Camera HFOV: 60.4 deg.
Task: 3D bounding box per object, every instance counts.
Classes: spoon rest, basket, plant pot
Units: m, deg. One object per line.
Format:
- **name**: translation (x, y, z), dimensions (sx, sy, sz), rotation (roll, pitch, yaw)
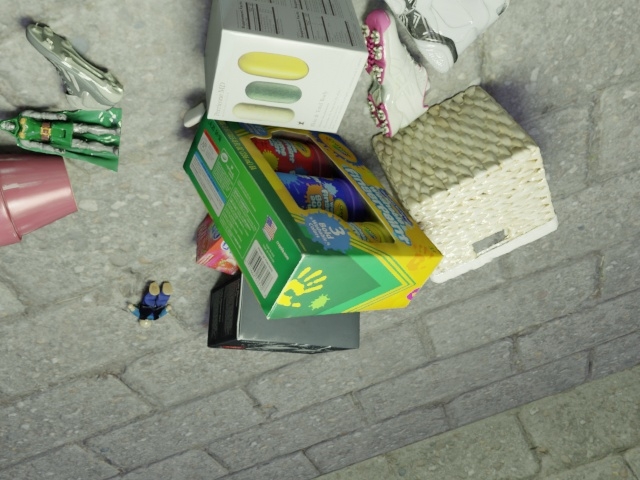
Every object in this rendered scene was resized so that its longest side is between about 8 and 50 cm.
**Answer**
- **spoon rest**: translation (-0.217, -0.224, 1.265), dimensions (0.137, 0.084, 0.276), rotation (-25, 148, 10)
- **basket**: translation (0.334, -0.137, 1.323), dimensions (0.328, 0.331, 0.266), rotation (-26, 132, 8)
- **plant pot**: translation (-0.631, -0.104, 1.179), dimensions (0.180, 0.201, 0.201), rotation (-17, 138, -23)

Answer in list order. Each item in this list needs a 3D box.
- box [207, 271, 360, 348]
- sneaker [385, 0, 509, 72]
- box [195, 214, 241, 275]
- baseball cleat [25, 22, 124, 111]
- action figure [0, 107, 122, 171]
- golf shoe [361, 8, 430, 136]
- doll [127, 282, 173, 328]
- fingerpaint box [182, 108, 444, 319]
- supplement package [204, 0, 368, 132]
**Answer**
- **box**: translation (-0.110, 0.215, 1.539), dimensions (0.343, 0.179, 0.312), rotation (8, 162, -23)
- **sneaker**: translation (0.229, -0.511, 1.072), dimensions (0.210, 0.137, 0.366), rotation (-37, 137, 18)
- **box**: translation (-0.197, -0.031, 1.376), dimensions (0.128, 0.123, 0.257), rotation (21, 137, -32)
- **baseball cleat**: translation (-0.494, -0.324, 1.079), dimensions (0.109, 0.072, 0.206), rotation (-34, 129, 25)
- **action figure**: translation (-0.542, -0.223, 1.149), dimensions (0.232, 0.063, 0.137), rotation (4, 96, -17)
- **golf shoe**: translation (0.169, -0.376, 1.211), dimensions (0.140, 0.115, 0.306), rotation (-24, 143, -7)
- **doll**: translation (-0.491, 0.192, 1.591), dimensions (0.129, 0.046, 0.189), rotation (3, 139, -32)
- **fingerpaint box**: translation (-0.023, -0.065, 1.142), dimensions (0.371, 0.445, 0.163), rotation (2, 131, -40)
- **supplement package**: translation (-0.078, -0.356, 1.058), dimensions (0.262, 0.198, 0.199), rotation (3, 143, -19)
